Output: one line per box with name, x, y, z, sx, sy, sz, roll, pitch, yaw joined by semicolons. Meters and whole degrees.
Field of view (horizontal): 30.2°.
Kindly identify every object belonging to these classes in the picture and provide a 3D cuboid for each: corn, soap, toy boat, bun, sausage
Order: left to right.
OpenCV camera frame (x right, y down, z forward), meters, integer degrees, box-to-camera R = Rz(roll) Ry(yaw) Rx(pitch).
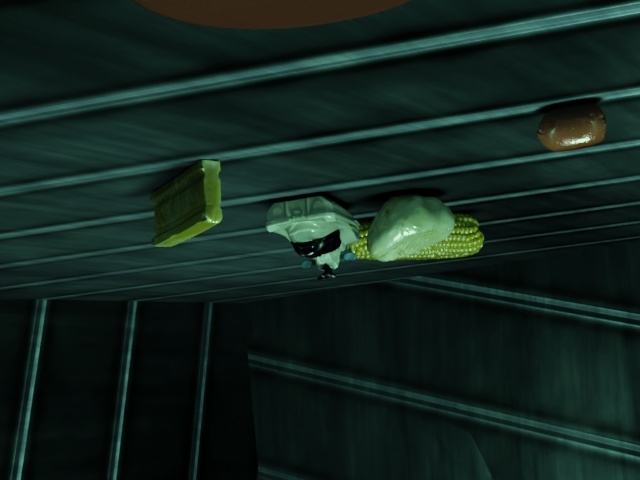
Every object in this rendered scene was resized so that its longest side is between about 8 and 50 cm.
soap;-0.206;-0.053;1.813;0.037;0.092;0.252;0;171;-25
toy boat;-0.002;-0.007;2.200;0.140;0.141;0.269;-8;158;15
bun;0.158;-0.034;2.212;0.183;0.102;0.183;-21;165;-6
corn;0.207;-0.008;2.486;0.310;0.102;0.101;-2;172;-13
sausage;0.337;-0.154;1.594;0.094;0.059;0.054;-9;129;24

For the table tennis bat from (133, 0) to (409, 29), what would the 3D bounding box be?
table tennis bat;-0.033;-0.217;0.850;0.268;0.051;0.414;-8;174;13
